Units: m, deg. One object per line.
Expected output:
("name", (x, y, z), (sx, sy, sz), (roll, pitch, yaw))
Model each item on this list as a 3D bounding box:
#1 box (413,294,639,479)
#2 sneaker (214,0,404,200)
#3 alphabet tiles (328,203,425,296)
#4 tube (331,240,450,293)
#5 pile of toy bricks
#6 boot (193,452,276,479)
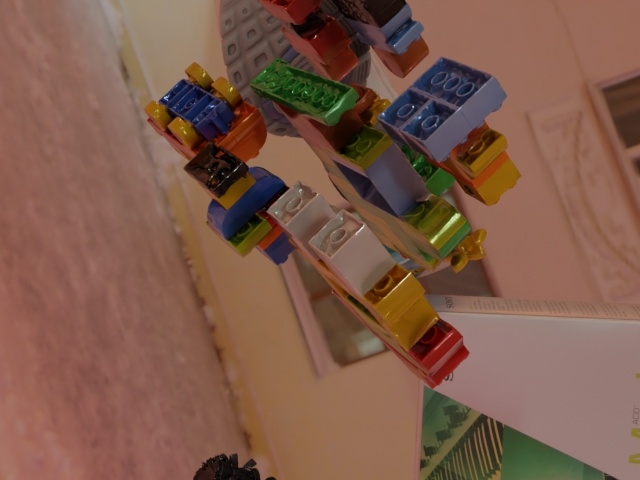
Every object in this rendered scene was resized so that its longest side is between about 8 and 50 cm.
("box", (0.234, 0.166, 0.882), (0.058, 0.322, 0.232), (-68, 159, -79))
("sneaker", (-0.007, -0.139, 0.898), (0.297, 0.111, 0.129), (50, 14, -55))
("alphabet tiles", (0.000, 0.000, 1.053), (0.198, 0.009, 0.237), (43, -12, -37))
("tube", (0.070, 0.008, 0.863), (0.052, 0.080, 0.207), (61, 17, 3))
("pile of toy bricks", (0.019, -0.024, 0.445), (0.105, 0.118, 0.212), (50, -7, -33))
("boot", (-0.072, 0.237, 0.938), (0.099, 0.121, 0.045), (27, 25, -20))
